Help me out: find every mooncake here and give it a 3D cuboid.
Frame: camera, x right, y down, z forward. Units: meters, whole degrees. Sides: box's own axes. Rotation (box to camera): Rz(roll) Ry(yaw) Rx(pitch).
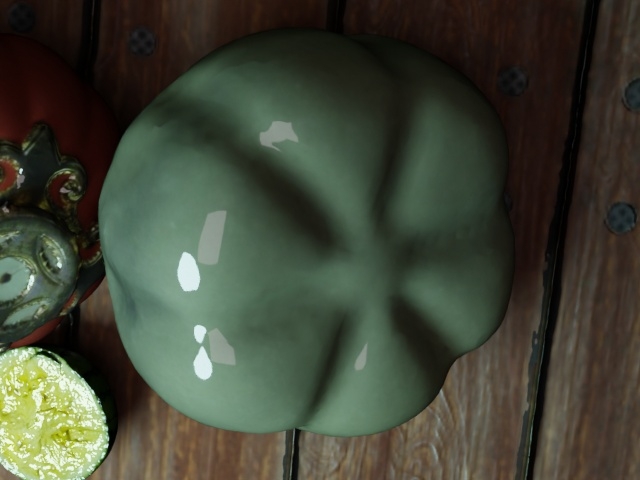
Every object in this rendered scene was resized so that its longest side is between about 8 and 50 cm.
[{"bbox_3d":[0.000,0.000,0.979,0.275,0.135,0.275,-10,111,-26],"label":"mooncake"}]

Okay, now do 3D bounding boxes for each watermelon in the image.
[{"bbox_3d":[-0.186,0.117,1.111,0.105,0.062,0.105,5,108,17],"label":"watermelon"}]

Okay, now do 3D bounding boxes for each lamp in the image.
[{"bbox_3d":[-0.233,-0.030,1.011,0.227,0.227,0.227,2,105,6],"label":"lamp"}]
